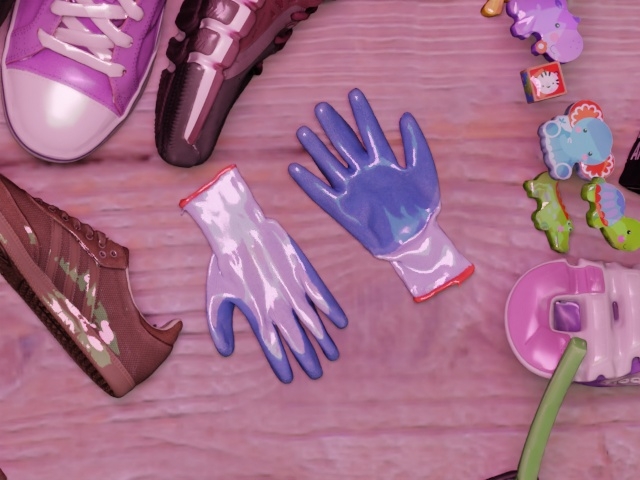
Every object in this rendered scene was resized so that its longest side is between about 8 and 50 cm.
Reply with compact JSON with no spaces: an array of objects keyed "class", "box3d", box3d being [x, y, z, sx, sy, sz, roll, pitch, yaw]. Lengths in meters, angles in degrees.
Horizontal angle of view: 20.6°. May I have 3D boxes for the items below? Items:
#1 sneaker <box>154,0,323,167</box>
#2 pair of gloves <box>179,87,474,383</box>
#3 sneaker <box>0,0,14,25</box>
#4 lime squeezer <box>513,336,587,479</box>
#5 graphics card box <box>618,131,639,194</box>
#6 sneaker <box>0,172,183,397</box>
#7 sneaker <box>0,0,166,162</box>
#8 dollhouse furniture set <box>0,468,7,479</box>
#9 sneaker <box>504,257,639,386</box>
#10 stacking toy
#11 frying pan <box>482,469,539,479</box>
[{"class":"sneaker","box3d":[0.004,-0.162,1.158,0.162,0.106,0.281,19,96,-17]},{"class":"pair of gloves","box3d":[0.000,0.000,1.201,0.198,0.023,0.159,-32,95,-5]},{"class":"sneaker","box3d":[-0.224,-0.239,1.069,0.123,0.295,0.178,-18,77,-47]},{"class":"lime squeezer","box3d":[0.162,0.203,1.179,0.110,0.059,0.310,-4,122,29]},{"class":"graphics card box","box3d":[0.384,-0.159,1.200,0.232,0.094,0.371,23,89,-7]},{"class":"sneaker","box3d":[-0.168,0.013,1.172,0.071,0.066,0.188,-40,101,-20]},{"class":"sneaker","box3d":[-0.131,-0.183,1.111,0.102,0.161,0.282,21,91,-8]},{"class":"dollhouse furniture set","box3d":[-0.308,0.123,1.119,0.129,0.129,0.184,-34,95,-4]},{"class":"sneaker","box3d":[0.239,0.058,1.185,0.236,0.104,0.095,0,75,2]},{"class":"stacking toy","box3d":[0.159,-0.099,1.141,0.052,0.167,0.221,-14,93,-6]},{"class":"frying pan","box3d":[-0.006,0.264,1.202,0.326,0.053,0.197,-2,94,-3]}]
